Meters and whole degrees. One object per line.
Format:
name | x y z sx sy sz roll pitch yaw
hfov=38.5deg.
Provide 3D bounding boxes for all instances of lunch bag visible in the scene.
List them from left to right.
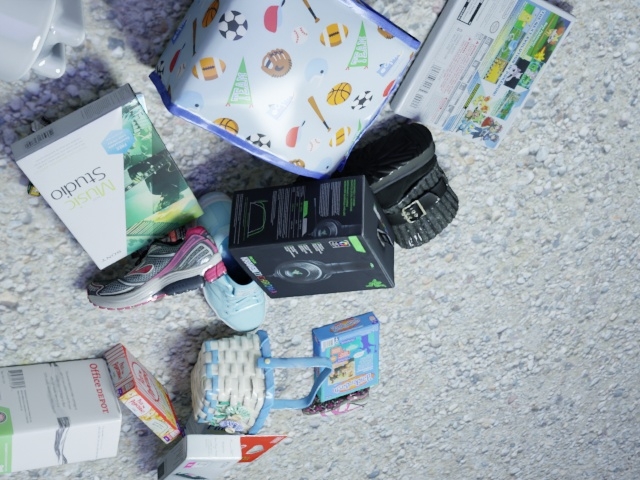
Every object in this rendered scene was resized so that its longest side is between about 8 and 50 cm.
lunch bag | -0.052 -0.310 1.616 0.385 0.239 0.328 24 109 -30

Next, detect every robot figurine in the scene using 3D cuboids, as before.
robot figurine | -0.531 -0.360 1.354 0.353 0.200 0.300 17 129 -36

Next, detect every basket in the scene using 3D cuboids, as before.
basket | -0.137 0.321 2.040 0.288 0.201 0.255 -2 148 -17

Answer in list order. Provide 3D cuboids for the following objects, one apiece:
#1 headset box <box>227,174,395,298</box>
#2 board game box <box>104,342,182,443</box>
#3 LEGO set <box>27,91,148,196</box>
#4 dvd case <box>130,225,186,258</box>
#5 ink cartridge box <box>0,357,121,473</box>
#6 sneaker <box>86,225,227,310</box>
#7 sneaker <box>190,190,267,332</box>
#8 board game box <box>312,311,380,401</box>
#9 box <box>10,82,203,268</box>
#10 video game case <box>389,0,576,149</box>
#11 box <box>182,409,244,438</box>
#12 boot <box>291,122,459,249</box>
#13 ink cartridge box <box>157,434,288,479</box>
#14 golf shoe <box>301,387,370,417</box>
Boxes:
headset box | 0.000 0.000 1.770 0.283 0.131 0.246 -6 152 16
board game box | -0.381 0.330 1.976 0.045 0.147 0.193 -33 132 -1
LEGO set | -0.418 -0.153 1.663 0.244 0.060 0.183 -16 126 -15
dvd case | -0.329 -0.014 1.837 0.119 0.013 0.087 -18 130 -16
ink cartridge box | -0.561 0.353 1.866 0.272 0.198 0.115 -3 125 -25
sneaker | -0.327 0.058 1.803 0.299 0.121 0.112 -18 96 18
sneaker | -0.179 0.082 1.893 0.135 0.150 0.366 -24 131 -9
board game box | 0.064 0.285 2.236 0.160 0.047 0.210 -15 129 -18
box | -0.377 -0.107 1.673 0.232 0.058 0.322 -29 140 -3
video game case | 0.338 -0.369 1.901 0.299 0.036 0.329 14 115 -34
box | -0.241 0.437 2.176 0.126 0.072 0.137 11 118 -33
boot | 0.120 -0.074 1.946 0.347 0.131 0.260 -24 140 2
ink cartridge box | -0.228 0.504 2.103 0.238 0.060 0.275 6 153 -22
golf shoe | 0.040 0.417 2.308 0.186 0.067 0.086 -13 130 -19
